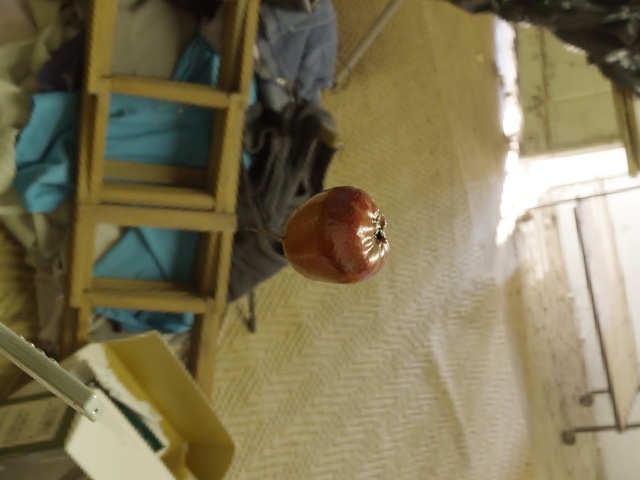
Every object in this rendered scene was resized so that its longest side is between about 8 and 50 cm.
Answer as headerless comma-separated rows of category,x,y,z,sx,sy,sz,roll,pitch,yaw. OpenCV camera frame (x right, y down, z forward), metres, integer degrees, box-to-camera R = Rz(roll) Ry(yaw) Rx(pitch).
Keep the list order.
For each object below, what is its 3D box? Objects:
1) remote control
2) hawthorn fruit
remote control,-0.349,0.154,1.224,0.029,0.190,0.087,-53,169,-20
hawthorn fruit,0.000,0.000,1.529,0.163,0.204,0.162,-7,90,-66
